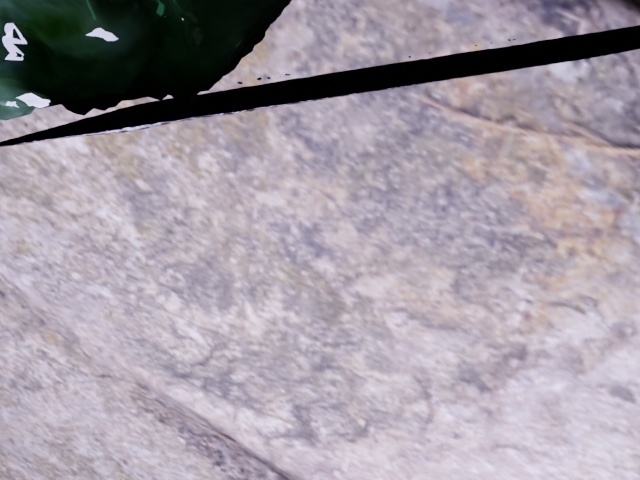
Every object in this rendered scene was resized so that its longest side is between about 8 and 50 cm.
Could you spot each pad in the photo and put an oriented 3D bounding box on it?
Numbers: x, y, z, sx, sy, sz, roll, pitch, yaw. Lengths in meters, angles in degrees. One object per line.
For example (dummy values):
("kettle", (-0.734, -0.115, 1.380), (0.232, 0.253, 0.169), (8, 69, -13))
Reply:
("pad", (-0.006, -0.021, 0.685), (0.250, 0.323, 0.055), (-7, 116, 19))

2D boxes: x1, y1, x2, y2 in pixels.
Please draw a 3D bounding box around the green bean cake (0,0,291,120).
("green bean cake", (-0.169, -0.194, 0.754), (0.300, 0.169, 0.308), (-2, 132, 40))
